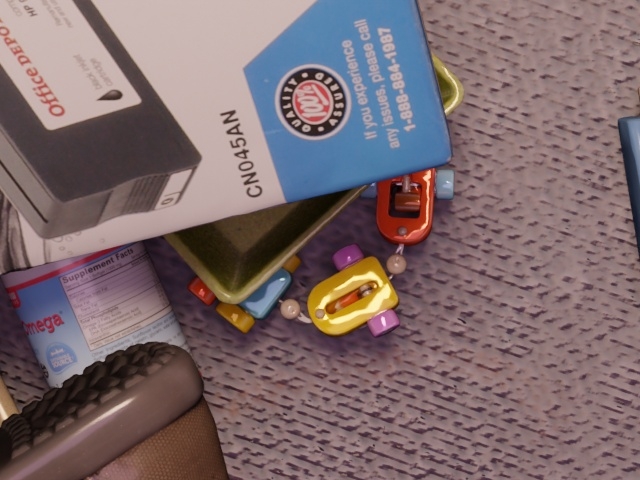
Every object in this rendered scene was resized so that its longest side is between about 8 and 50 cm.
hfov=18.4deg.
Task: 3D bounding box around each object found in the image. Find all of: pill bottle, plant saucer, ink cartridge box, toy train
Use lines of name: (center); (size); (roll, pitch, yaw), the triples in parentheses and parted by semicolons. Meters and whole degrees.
pill bottle: (-0.138, 0.036, 1.187); (0.087, 0.087, 0.160); (-23, 95, 2)
plant saucer: (-0.042, -0.087, 1.177); (0.188, 0.045, 0.188); (-42, 79, -1)
ink cartridge box: (-0.158, -0.143, 1.020); (0.395, 0.166, 0.285); (-14, 127, 5)
toy train: (0.000, 0.000, 1.209); (0.166, 0.046, 0.125); (-2, 80, 5)

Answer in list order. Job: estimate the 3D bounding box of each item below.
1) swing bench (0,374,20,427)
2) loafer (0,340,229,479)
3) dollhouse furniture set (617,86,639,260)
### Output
swing bench: (-0.283, 0.180, 1.166); (0.253, 0.165, 0.254); (-28, 101, 1)
loafer: (-0.196, 0.199, 1.022); (0.366, 0.134, 0.130); (-32, 101, 3)
dollhouse furniture set: (0.327, -0.075, 1.127); (0.286, 0.198, 0.303); (-8, 96, 0)
